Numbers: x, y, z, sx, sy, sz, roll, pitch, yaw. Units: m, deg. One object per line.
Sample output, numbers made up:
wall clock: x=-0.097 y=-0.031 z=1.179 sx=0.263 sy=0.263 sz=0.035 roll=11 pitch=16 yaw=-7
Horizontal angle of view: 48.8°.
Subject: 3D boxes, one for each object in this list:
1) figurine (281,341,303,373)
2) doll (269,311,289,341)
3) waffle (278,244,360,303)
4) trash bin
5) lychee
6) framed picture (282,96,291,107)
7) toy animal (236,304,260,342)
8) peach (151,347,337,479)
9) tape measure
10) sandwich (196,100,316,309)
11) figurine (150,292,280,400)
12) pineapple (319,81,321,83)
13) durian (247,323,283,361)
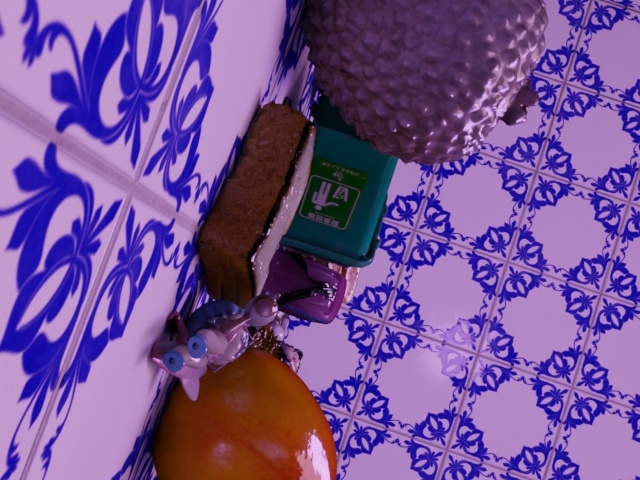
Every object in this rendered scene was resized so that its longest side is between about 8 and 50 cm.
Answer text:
figurine: x=-0.136 y=0.410 z=2.334 sx=0.222 sy=0.145 sz=0.145 roll=-7 pitch=117 yaw=-74
doll: x=-0.142 y=0.200 z=1.846 sx=0.257 sy=0.117 sz=0.182 roll=-72 pitch=-174 yaw=-52
waffle: x=-0.001 y=0.000 z=1.942 sx=0.376 sy=0.114 sz=0.260 roll=-149 pitch=-110 yaw=-67
trash bin: x=0.056 y=-0.160 z=1.522 sx=0.381 sy=0.259 sz=0.295 roll=112 pitch=-4 yaw=-50
lychee: x=0.176 y=-0.327 z=1.191 sx=0.380 sy=0.432 sz=0.380 roll=-57 pitch=-176 yaw=6
framed picture: x=-0.119 y=-0.078 z=1.381 sx=0.265 sy=0.016 sz=0.347 roll=101 pitch=7 yaw=-76
toy animal: x=-0.182 y=0.169 z=1.328 sx=0.148 sy=0.084 sz=0.232 roll=-40 pitch=161 yaw=-46
peach: x=-0.112 y=0.340 z=1.192 sx=0.289 sy=0.308 sz=0.288 roll=14 pitch=90 yaw=-79
tape measure: x=-0.055 y=0.099 z=1.650 sx=0.245 sy=0.232 sz=0.149 roll=105 pitch=4 yaw=-79
sandwich: x=-0.096 y=-0.043 z=1.115 sx=0.249 sy=0.095 sz=0.273 roll=99 pitch=11 yaw=-62
figurine: x=-0.150 y=0.125 z=1.008 sx=0.205 sy=0.103 sz=0.260 roll=-46 pitch=174 yaw=3
pineapple: x=0.098 y=-0.426 z=1.758 sx=0.362 sy=0.202 sz=0.202 roll=-87 pitch=-168 yaw=-54
durian: x=-0.150 y=0.255 z=1.606 sx=0.193 sy=0.138 sz=0.237 roll=-62 pitch=176 yaw=-64
